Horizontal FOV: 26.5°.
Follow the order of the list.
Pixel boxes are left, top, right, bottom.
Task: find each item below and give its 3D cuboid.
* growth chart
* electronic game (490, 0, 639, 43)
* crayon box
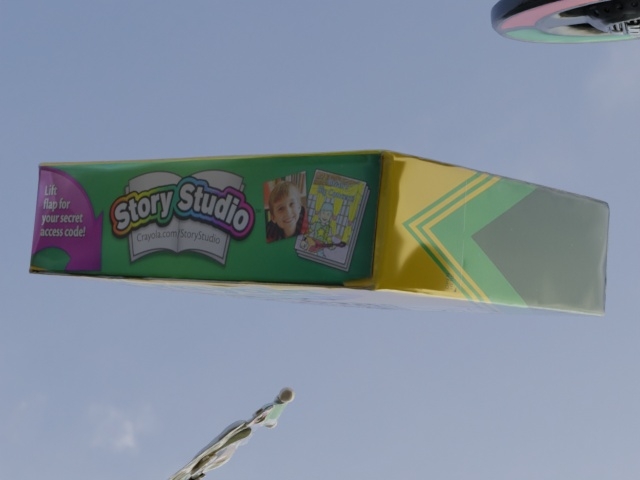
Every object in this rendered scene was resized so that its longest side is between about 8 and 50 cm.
[{"bbox_3d":[-0.126,0.235,1.381,0.237,0.172,0.021,-37,-100,-13],"label":"growth chart"},{"bbox_3d":[0.243,-0.178,1.021,0.229,0.229,0.048,-5,-91,9],"label":"electronic game"},{"bbox_3d":[0.000,0.000,1.112,0.363,0.313,0.106,0,-94,40],"label":"crayon box"}]
